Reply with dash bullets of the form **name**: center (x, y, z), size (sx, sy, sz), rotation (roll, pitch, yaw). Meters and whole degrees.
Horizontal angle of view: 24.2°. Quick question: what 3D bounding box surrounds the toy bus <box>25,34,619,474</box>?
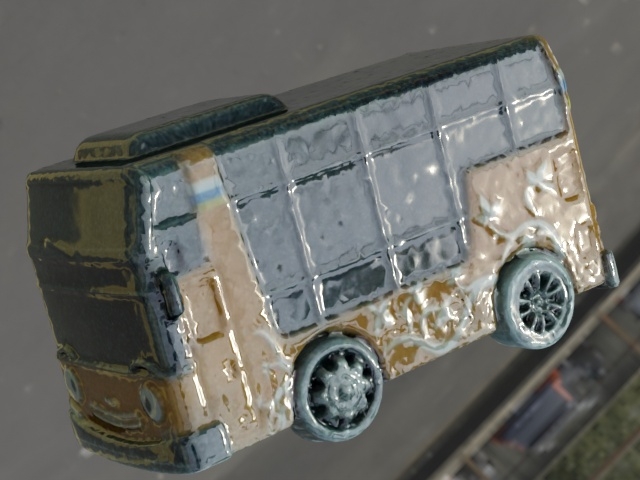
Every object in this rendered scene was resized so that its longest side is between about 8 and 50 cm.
- **toy bus**: center (0.000, 0.000, 0.753), size (0.275, 0.167, 0.138), rotation (-22, -167, -31)
